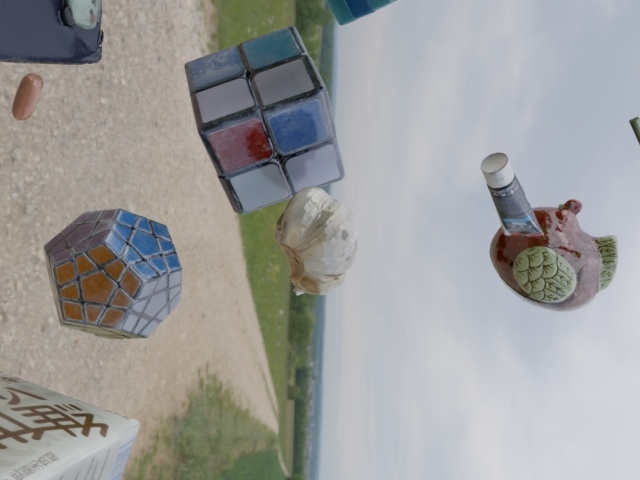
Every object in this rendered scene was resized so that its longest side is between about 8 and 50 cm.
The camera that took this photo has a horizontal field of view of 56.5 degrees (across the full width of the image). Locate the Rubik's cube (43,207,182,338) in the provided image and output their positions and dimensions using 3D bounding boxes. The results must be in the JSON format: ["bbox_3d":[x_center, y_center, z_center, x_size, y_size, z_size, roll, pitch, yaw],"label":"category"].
[{"bbox_3d":[-0.470,0.080,1.361,0.264,0.319,0.318,-39,-149,29],"label":"Rubik's cube"}]

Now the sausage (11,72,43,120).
[{"bbox_3d":[-0.460,-0.225,0.935,0.083,0.034,0.034,-48,-155,32],"label":"sausage"}]

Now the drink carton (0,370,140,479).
[{"bbox_3d":[-0.306,0.206,0.496,0.324,0.195,0.131,63,44,-84],"label":"drink carton"}]

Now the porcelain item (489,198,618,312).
[{"bbox_3d":[0.494,0.020,1.253,0.253,0.253,0.252,-178,-90,-88],"label":"porcelain item"}]

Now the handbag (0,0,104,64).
[{"bbox_3d":[-0.348,-0.350,0.643,0.329,0.122,0.303,-59,160,-71],"label":"handbag"}]

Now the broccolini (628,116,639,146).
[{"bbox_3d":[0.584,-0.118,1.045,0.218,0.042,0.044,54,0,-23],"label":"broccolini"}]

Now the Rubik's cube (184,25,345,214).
[{"bbox_3d":[-0.142,-0.309,1.540,0.316,0.314,0.318,72,-2,-49],"label":"Rubik's cube"}]

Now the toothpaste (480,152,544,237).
[{"bbox_3d":[0.317,-0.064,1.002,0.193,0.071,0.045,51,53,-39],"label":"toothpaste"}]

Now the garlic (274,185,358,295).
[{"bbox_3d":[0.011,-0.005,1.422,0.203,0.185,0.280,-54,128,-42],"label":"garlic"}]

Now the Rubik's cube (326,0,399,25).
[{"bbox_3d":[0.133,-0.620,1.128,0.291,0.291,0.290,60,-11,-20],"label":"Rubik's cube"}]
